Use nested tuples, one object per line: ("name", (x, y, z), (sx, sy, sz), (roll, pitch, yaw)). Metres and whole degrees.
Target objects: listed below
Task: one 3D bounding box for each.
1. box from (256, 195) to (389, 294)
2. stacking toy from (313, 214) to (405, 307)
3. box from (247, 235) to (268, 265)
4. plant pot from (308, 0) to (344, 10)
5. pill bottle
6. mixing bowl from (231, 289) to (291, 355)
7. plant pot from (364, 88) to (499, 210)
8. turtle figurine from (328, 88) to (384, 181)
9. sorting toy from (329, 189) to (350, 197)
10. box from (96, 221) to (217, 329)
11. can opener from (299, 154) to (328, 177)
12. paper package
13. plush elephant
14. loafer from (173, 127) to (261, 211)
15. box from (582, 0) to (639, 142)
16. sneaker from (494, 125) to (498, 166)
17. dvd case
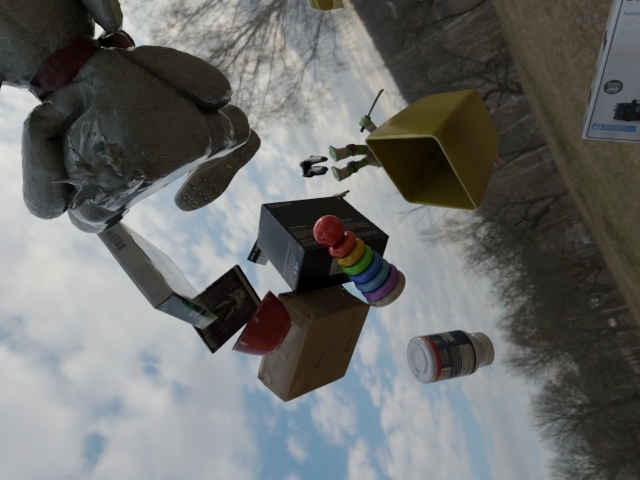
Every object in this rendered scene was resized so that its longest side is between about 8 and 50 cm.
("box", (0.000, 0.000, 1.527), (0.343, 0.178, 0.312), (-9, -143, -31))
("stacking toy", (0.105, 0.048, 1.275), (0.330, 0.141, 0.141), (46, -152, -24))
("box", (-0.229, 0.012, 1.831), (0.045, 0.184, 0.191), (23, 178, 9))
("plant pot", (0.004, -0.625, 1.083), (0.081, 0.083, 0.081), (34, -137, -77))
("pill bottle", (0.304, 0.265, 1.011), (0.180, 0.108, 0.107), (-4, -120, -20))
("mixing bowl", (-0.139, 0.228, 1.126), (0.098, 0.181, 0.181), (32, -151, -5))
("plant pot", (0.268, -0.214, 0.968), (0.187, 0.212, 0.212), (-52, -57, -15))
("turtle figurine", (0.151, -0.336, 1.549), (0.198, 0.266, 0.274), (116, 131, -76))
("sorting toy", (0.049, -0.159, 1.870), (0.274, 0.132, 0.046), (-35, -78, -54))
("box", (-0.374, 0.092, 1.037), (0.232, 0.058, 0.322), (46, 171, 16))
("can opener", (-0.012, -0.205, 1.177), (0.186, 0.073, 0.059), (-170, 66, -77))
("paper package", (-0.022, 0.332, 1.470), (0.310, 0.324, 0.168), (-5, -152, -45))
("plush elephant", (-0.248, -0.161, 0.451), (0.255, 0.272, 0.330), (57, 177, -12))
("loafer", (-0.313, -0.217, 1.303), (0.111, 0.319, 0.112), (39, 171, 48))
("box", (0.581, -0.319, 0.758), (0.087, 0.169, 0.289), (-56, -32, -40))
("sneaker", (0.521, -0.293, 1.442), (0.314, 0.116, 0.136), (53, -132, -86))
("dvd case", (-0.282, 0.198, 1.289), (0.221, 0.018, 0.164), (-42, -70, -37))
